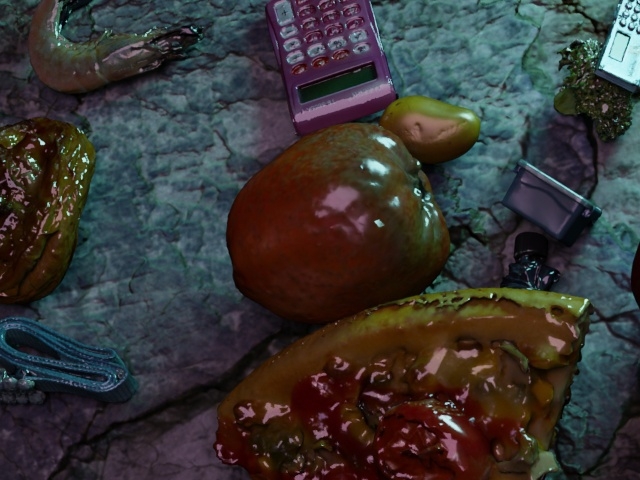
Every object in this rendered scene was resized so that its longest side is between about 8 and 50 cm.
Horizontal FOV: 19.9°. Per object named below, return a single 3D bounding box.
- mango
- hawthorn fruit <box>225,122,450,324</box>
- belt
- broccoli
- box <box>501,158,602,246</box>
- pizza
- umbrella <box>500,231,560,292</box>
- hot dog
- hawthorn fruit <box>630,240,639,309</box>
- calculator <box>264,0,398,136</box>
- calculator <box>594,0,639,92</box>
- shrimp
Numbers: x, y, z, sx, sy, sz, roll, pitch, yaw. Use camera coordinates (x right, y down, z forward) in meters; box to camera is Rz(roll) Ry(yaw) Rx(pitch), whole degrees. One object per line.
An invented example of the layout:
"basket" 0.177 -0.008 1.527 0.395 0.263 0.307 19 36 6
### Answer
"mango" 0.121 -0.123 2.020 0.114 0.060 0.080 -2 74 10
"hawthorn fruit" 0.000 0.000 1.944 0.262 0.210 0.210 -29 65 22
"belt" -0.296 0.150 2.035 0.179 0.065 0.100 13 65 19
"broccoli" 0.298 -0.162 1.991 0.092 0.097 0.095 -32 31 47
"box" 0.244 -0.038 1.955 0.099 0.074 0.054 35 97 23
"pizza" 0.105 0.261 1.819 0.440 0.130 0.406 -21 78 26
"umbrella" 0.206 0.098 1.921 0.071 0.080 0.224 -15 59 47
"hot dog" -0.338 -0.041 2.095 0.160 0.099 0.227 5 70 16
"hawthorn fruit" 0.401 0.026 1.794 0.208 0.248 0.208 -6 73 19
"calculator" 0.012 -0.215 2.098 0.127 0.034 0.190 -18 62 9
"calculator" 0.344 -0.233 1.985 0.057 0.018 0.172 25 57 0
"shrimp" -0.244 -0.255 2.172 0.219 0.046 0.152 -9 72 12
